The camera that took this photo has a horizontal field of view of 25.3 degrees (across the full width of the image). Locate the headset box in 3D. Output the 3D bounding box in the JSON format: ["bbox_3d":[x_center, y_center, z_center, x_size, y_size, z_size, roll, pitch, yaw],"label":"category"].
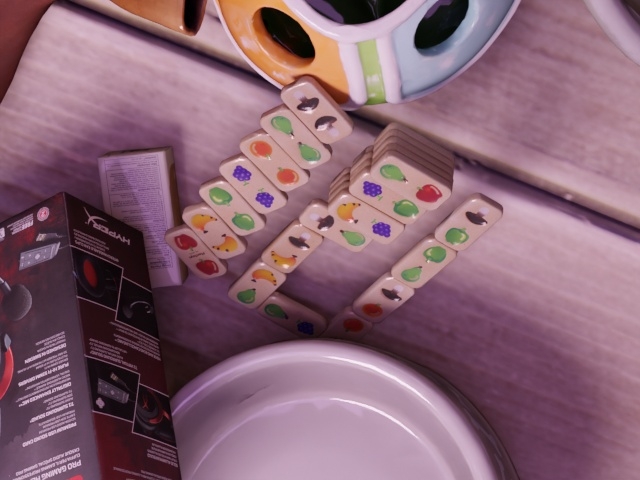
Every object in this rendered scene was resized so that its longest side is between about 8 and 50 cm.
[{"bbox_3d":[-0.231,0.143,1.101,0.218,0.110,0.293,-24,61,22],"label":"headset box"}]

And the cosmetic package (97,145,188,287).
[{"bbox_3d":[-0.148,-0.019,1.197,0.060,0.041,0.115,-4,100,5],"label":"cosmetic package"}]

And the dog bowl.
[{"bbox_3d":[-0.006,0.237,1.128,0.349,0.102,0.348,-1,76,6],"label":"dog bowl"}]

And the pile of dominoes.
[{"bbox_3d":[0.000,0.000,1.102,0.196,0.040,0.251,28,134,-18],"label":"pile of dominoes"}]

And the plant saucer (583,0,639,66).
[{"bbox_3d":[0.303,-0.308,1.036,0.401,0.100,0.400,-10,110,-28],"label":"plant saucer"}]

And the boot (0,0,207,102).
[{"bbox_3d":[-0.181,-0.187,1.079,0.280,0.096,0.264,20,91,38],"label":"boot"}]

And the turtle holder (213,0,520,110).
[{"bbox_3d":[0.067,-0.232,1.050,0.320,0.227,0.243,-21,97,8],"label":"turtle holder"}]
